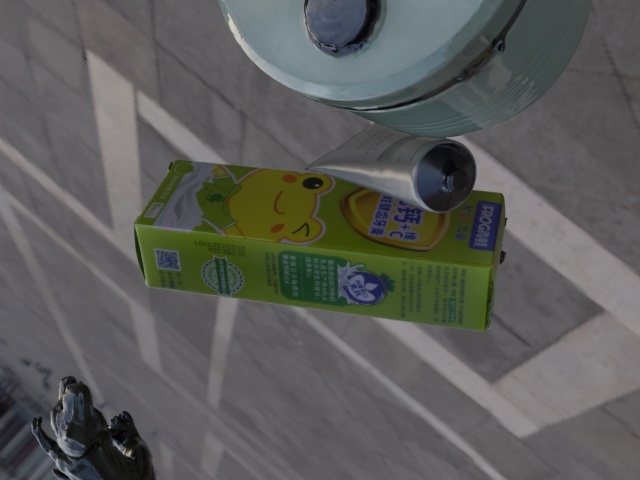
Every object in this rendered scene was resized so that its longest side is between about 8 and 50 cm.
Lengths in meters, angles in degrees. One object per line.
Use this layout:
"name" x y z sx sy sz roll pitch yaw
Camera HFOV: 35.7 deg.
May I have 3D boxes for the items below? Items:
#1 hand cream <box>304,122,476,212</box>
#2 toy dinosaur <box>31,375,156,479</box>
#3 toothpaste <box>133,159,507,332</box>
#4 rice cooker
"hand cream" 0.060 -0.064 0.789 0.186 0.087 0.054 29 149 60
"toy dinosaur" -0.163 0.206 0.801 0.179 0.087 0.187 41 170 46
"toothpaste" 0.000 0.000 0.896 0.327 0.110 0.077 7 127 12
"rice cooker" 0.054 -0.184 0.645 0.226 0.226 0.244 33 -165 23
